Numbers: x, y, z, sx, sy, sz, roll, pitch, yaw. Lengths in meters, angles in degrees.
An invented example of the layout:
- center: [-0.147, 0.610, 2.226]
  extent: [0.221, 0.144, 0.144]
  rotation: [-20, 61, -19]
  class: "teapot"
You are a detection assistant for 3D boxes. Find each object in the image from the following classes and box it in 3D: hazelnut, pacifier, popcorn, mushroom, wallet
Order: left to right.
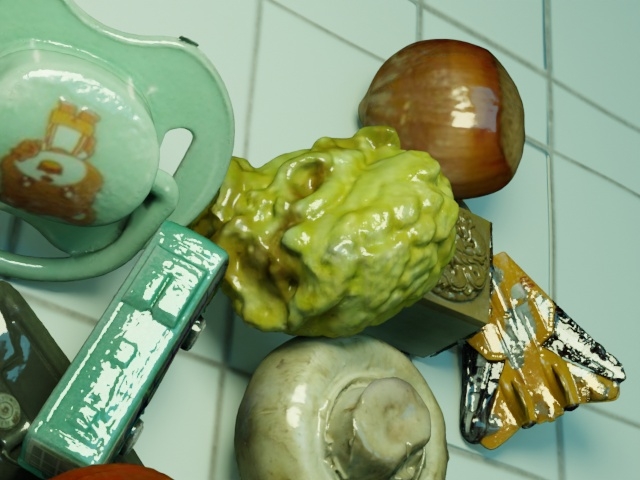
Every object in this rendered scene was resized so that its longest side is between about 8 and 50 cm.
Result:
- center: [-0.271, 0.169, 1.186]
  extent: [0.168, 0.052, 0.245]
  rotation: [-41, 99, -41]
  class: "wallet"
- center: [-0.260, -0.121, 1.253]
  extent: [0.343, 0.288, 0.269]
  rotation: [27, 19, -25]
  class: "pacifier"
- center: [0.000, 0.000, 1.324]
  extent: [0.286, 0.174, 0.225]
  rotation: [-8, 33, -3]
  class: "popcorn"
- center: [0.030, 0.202, 1.331]
  extent: [0.255, 0.184, 0.255]
  rotation: [18, 52, -25]
  class: "mushroom"
- center: [0.150, -0.149, 1.618]
  extent: [0.214, 0.176, 0.214]
  rotation: [4, 51, -5]
  class: "hazelnut"

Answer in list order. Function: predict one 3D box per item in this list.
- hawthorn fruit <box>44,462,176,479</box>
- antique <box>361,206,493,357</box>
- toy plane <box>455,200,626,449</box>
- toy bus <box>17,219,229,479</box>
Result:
- center: [-0.173, 0.311, 1.027]
  extent: [0.295, 0.311, 0.295]
  rotation: [0, 61, 0]
  class: "hawthorn fruit"
- center: [0.109, 0.033, 1.505]
  extent: [0.152, 0.148, 0.147]
  rotation: [22, 54, -28]
  class: "antique"
- center: [0.219, 0.081, 1.606]
  extent: [0.103, 0.204, 0.316]
  rotation: [63, 5, -58]
  class: "toy plane"
- center: [-0.169, 0.101, 1.178]
  extent: [0.091, 0.109, 0.262]
  rotation: [28, 60, -1]
  class: "toy bus"
